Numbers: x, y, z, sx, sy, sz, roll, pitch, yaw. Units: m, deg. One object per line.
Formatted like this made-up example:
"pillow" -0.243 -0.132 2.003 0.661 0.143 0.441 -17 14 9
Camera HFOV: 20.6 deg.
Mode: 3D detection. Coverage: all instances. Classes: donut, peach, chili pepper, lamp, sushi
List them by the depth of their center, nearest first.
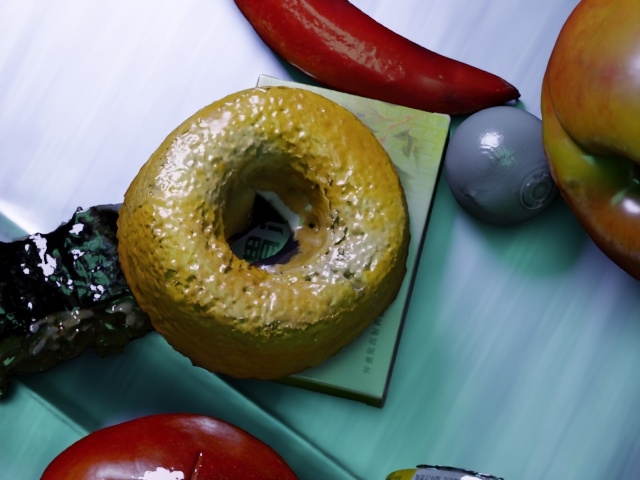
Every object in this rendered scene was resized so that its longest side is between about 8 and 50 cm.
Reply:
"peach" -0.119 0.241 1.418 0.226 0.196 0.190 -1 109 5
"peach" 0.348 -0.111 1.434 0.332 0.308 0.308 -36 77 -22
"donut" -0.042 -0.011 1.446 0.253 0.118 0.253 5 68 -13
"sushi" -0.223 0.048 1.490 0.212 0.147 0.115 -18 71 -9
"lamp" 0.159 -0.064 1.516 0.105 0.105 0.105 -1 76 3
"chili pepper" 0.003 -0.213 1.582 0.368 0.092 0.137 45 64 5

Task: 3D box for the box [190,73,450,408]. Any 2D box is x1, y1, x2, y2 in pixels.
"box" 0.001 -0.001 1.532 0.175 0.062 0.261 13 78 6

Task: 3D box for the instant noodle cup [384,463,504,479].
"instant noodle cup" 0.120 0.307 1.367 0.264 0.264 0.200 17 68 7
